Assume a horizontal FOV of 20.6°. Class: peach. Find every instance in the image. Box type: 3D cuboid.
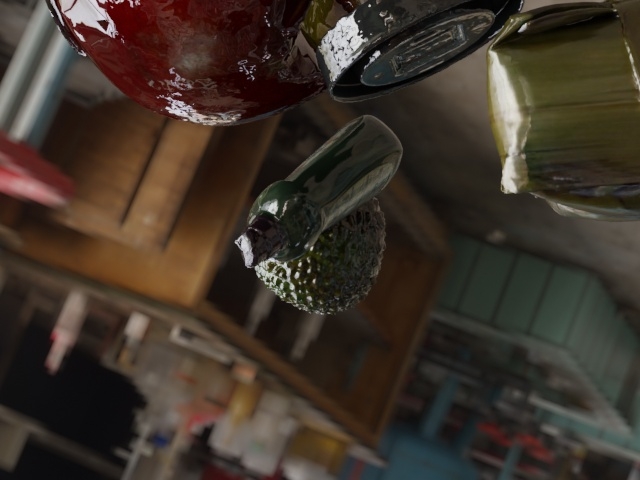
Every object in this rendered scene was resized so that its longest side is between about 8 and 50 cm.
[{"bbox_3d":[-0.115,-0.281,1.723,0.310,0.335,0.406,-11,173,8],"label":"peach"}]

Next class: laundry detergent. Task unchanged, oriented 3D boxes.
[{"bbox_3d":[-0.015,-0.032,1.765,0.078,0.221,0.144,45,141,3],"label":"laundry detergent"}]

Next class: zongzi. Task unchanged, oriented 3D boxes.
[{"bbox_3d":[0.238,-0.073,1.040,0.260,0.123,0.289,-5,173,15],"label":"zongzi"}]

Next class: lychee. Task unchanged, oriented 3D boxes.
[{"bbox_3d":[0.000,0.000,2.028,0.171,0.171,0.171,21,169,4],"label":"lychee"}]

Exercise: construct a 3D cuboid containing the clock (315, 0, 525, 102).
[{"bbox_3d":[0.082,-0.177,1.486,0.184,0.184,0.040,91,154,-78],"label":"clock"}]
